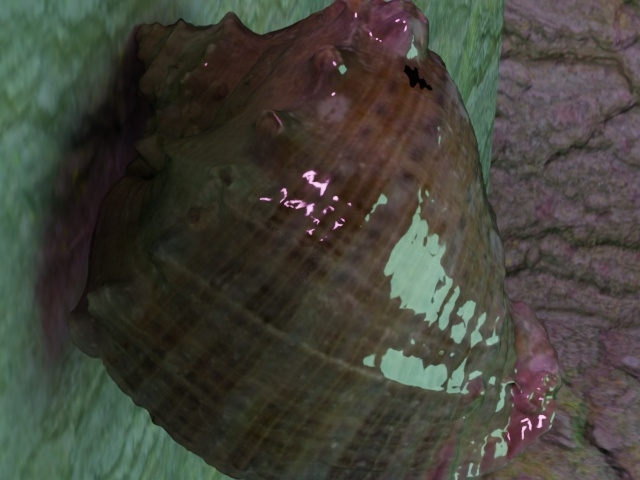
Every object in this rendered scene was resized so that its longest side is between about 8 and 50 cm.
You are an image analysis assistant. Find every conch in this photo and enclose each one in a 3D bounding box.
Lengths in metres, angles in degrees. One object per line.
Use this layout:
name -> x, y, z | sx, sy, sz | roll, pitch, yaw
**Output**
conch -> 0.000, -0.010, 0.755 | 0.297, 0.352, 0.210 | -45, 159, -27
